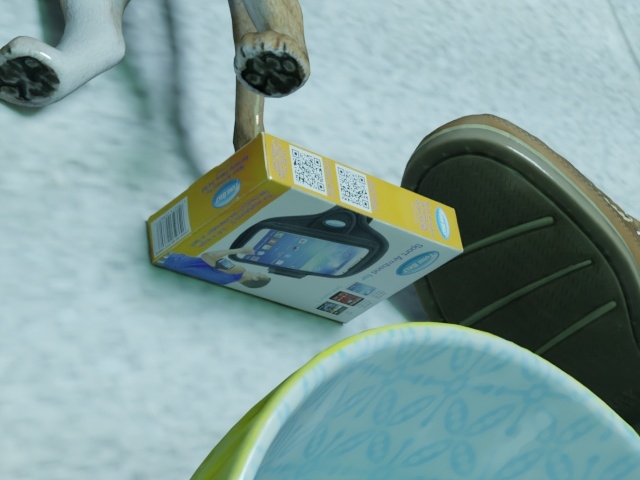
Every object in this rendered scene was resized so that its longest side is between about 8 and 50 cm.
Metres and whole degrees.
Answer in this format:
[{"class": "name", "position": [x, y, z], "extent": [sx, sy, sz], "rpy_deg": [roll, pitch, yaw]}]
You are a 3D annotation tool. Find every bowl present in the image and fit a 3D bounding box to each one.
[{"class": "bowl", "position": [0.028, 0.189, 0.491], "extent": [0.289, 0.156, 0.289], "rpy_deg": [29, 44, -32]}]

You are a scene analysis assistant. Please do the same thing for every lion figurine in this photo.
[{"class": "lion figurine", "position": [-0.141, -0.205, 0.642], "extent": [0.392, 0.142, 0.240], "rpy_deg": [46, 27, -37]}]

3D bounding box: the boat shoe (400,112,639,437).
[{"class": "boat shoe", "position": [0.147, 0.040, 0.793], "extent": [0.307, 0.111, 0.104], "rpy_deg": [50, 32, -25]}]

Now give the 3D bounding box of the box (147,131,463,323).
[{"class": "box", "position": [0.000, 0.000, 0.664], "extent": [0.136, 0.081, 0.028], "rpy_deg": [21, 49, -38]}]
